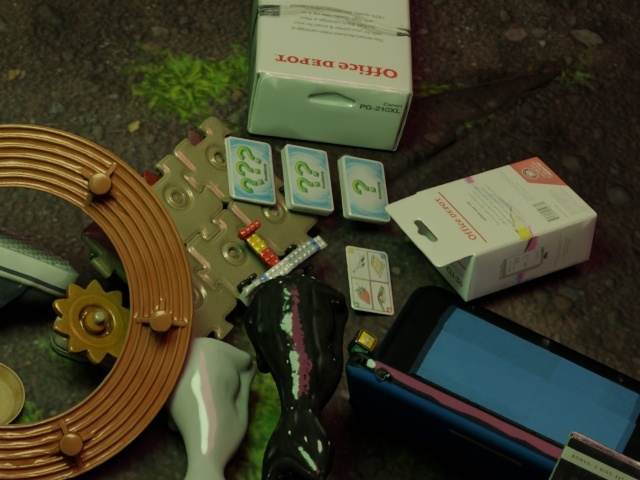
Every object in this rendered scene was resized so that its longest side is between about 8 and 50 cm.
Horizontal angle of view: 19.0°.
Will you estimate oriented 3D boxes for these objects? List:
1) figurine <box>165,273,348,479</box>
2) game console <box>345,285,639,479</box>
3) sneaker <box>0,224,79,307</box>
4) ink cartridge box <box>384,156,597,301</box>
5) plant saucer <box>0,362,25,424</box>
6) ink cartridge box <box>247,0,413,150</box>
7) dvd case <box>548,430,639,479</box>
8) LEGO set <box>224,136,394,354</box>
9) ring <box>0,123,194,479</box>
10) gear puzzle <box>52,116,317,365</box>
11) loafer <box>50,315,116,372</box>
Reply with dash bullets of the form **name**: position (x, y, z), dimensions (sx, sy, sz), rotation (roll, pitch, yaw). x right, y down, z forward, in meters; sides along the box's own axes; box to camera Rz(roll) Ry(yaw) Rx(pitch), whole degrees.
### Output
- **figurine**: position (-0.066, 0.167, 1.732), dimensions (0.092, 0.215, 0.209), rotation (29, 43, -32)
- **game console**: position (0.190, 0.138, 1.822), dimensions (0.293, 0.250, 0.173), rotation (25, 76, 9)
- **sneaker**: position (-0.397, 0.021, 1.829), dimensions (0.321, 0.127, 0.126), rotation (21, 6, -17)
- **ink cartridge box**: position (0.173, -0.008, 1.995), dimensions (0.198, 0.067, 0.115), rotation (-16, 43, -25)
- **plant saucer**: position (-0.320, 0.149, 1.797), dimensions (0.083, 0.015, 0.083), rotation (6, 48, -7)
- **ink cartridge box**: position (0.009, -0.222, 2.132), dimensions (0.172, 0.100, 0.237), rotation (7, 48, -7)
- **dvd case**: position (0.251, 0.297, 1.674), dimensions (0.164, 0.221, 0.018), rotation (25, 18, 9)
- **LEGO set**: position (0.000, 0.000, 1.936), dimensions (0.182, 0.060, 0.244), rotation (10, 56, -24)
- **ring**: position (-0.283, 0.059, 1.746), dimensions (0.336, 0.032, 0.337), rotation (0, 87, -6)
- **gear puzzle**: position (-0.145, 0.023, 1.894), dimensions (0.175, 0.044, 0.339), rotation (44, 47, 0)
- **loafer**: position (-0.199, 0.102, 1.847), dimensions (0.125, 0.039, 0.045), rotation (14, 48, 0)
